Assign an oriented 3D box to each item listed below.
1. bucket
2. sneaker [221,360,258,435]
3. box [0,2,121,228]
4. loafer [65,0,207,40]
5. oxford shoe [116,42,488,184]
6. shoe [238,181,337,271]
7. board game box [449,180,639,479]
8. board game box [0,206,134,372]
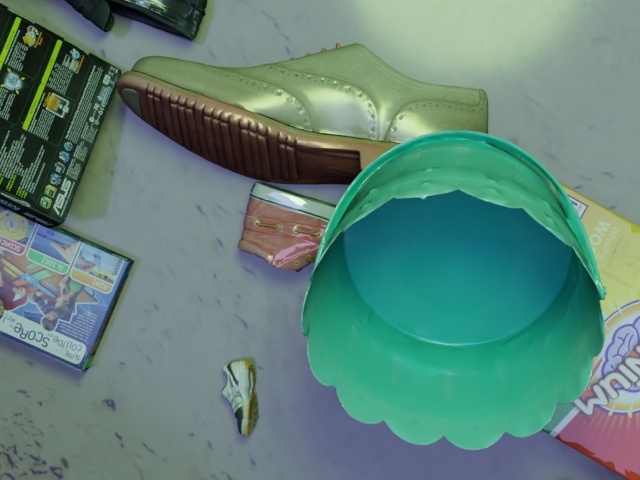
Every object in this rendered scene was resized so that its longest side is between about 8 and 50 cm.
[{"bbox_3d":[0.127,0.040,1.260,0.281,0.183,0.281,3,115,6],"label":"bucket"},{"bbox_3d":[-0.091,0.174,1.462,0.036,0.032,0.083,-2,88,18],"label":"sneaker"},{"bbox_3d":[-0.322,-0.135,1.378,0.184,0.045,0.191,26,69,-26],"label":"box"},{"bbox_3d":[-0.234,-0.265,1.420,0.223,0.076,0.078,10,86,-1],"label":"loafer"},{"bbox_3d":[-0.015,-0.141,1.404,0.396,0.140,0.147,16,72,0],"label":"oxford shoe"},{"bbox_3d":[0.000,0.000,1.429,0.177,0.063,0.081,18,96,8],"label":"shoe"},{"bbox_3d":[0.320,0.111,1.402,0.316,0.064,0.242,29,95,5],"label":"board game box"},{"bbox_3d":[-0.325,0.044,1.464,0.201,0.035,0.136,24,94,2],"label":"board game box"}]
